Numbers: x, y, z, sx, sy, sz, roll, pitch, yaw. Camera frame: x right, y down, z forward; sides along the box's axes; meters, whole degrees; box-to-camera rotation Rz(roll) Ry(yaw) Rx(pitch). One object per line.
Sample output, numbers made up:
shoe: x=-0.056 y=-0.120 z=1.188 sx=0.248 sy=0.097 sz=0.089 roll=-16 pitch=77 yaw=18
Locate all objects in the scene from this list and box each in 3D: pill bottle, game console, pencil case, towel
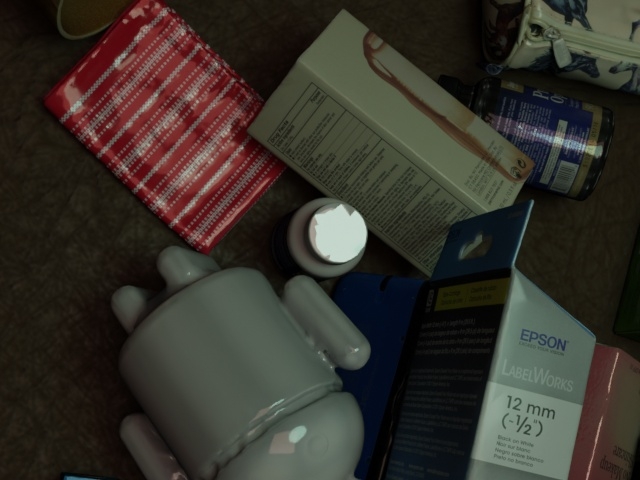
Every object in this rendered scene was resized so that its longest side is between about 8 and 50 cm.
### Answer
pill bottle: x=0.242 y=-0.133 z=1.644 sx=0.219 sy=0.123 sz=0.122 roll=16 pitch=80 yaw=1
game console: x=0.119 y=0.205 z=1.566 sx=0.173 sy=0.250 sz=0.293 roll=25 pitch=77 yaw=-39
pill bottle: x=0.000 y=0.000 z=1.555 sx=0.094 sy=0.169 sz=0.094 roll=1 pitch=84 yaw=-13
pencil case: x=0.405 y=-0.255 z=1.678 sx=0.410 sy=0.160 sz=0.183 roll=9 pitch=39 yaw=-13
towel: x=-0.173 y=-0.142 z=1.596 sx=0.275 sy=0.031 sz=0.199 roll=44 pitch=77 yaw=-8

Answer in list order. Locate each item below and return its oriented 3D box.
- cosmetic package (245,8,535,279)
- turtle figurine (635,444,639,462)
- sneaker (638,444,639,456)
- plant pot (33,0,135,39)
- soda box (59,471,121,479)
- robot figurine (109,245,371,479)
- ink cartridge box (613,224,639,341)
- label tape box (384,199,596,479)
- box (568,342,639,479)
cosmetic package: x=0.083 y=-0.110 z=1.565 sx=0.296 sy=0.153 sz=0.129 roll=39 pitch=48 yaw=-4
turtle figurine: x=0.470 y=0.257 z=1.678 sx=0.270 sy=0.087 sz=0.217 roll=21 pitch=103 yaw=6
sneaker: x=0.397 y=0.280 z=1.538 sx=0.086 sy=0.226 sz=0.163 roll=20 pitch=102 yaw=19
plant pot: x=-0.301 y=-0.403 z=1.511 sx=0.254 sy=0.237 sz=0.237 roll=43 pitch=76 yaw=6
soda box: x=-0.273 y=0.373 z=1.501 sx=0.071 sy=0.067 sz=0.210 roll=9 pitch=82 yaw=-13
robot figurine: x=-0.087 y=0.170 z=1.471 sx=0.300 sy=0.200 sz=0.353 roll=-41 pitch=72 yaw=13
ink cartridge box: x=0.533 y=0.066 z=1.716 sx=0.255 sy=0.097 sz=0.188 roll=18 pitch=80 yaw=-10
label tape box: x=0.177 y=0.149 z=1.374 sx=0.115 sy=0.249 sz=0.347 roll=17 pitch=81 yaw=-13
box: x=0.300 y=0.243 z=1.593 sx=0.149 sy=0.127 sz=0.232 roll=29 pitch=73 yaw=-55
